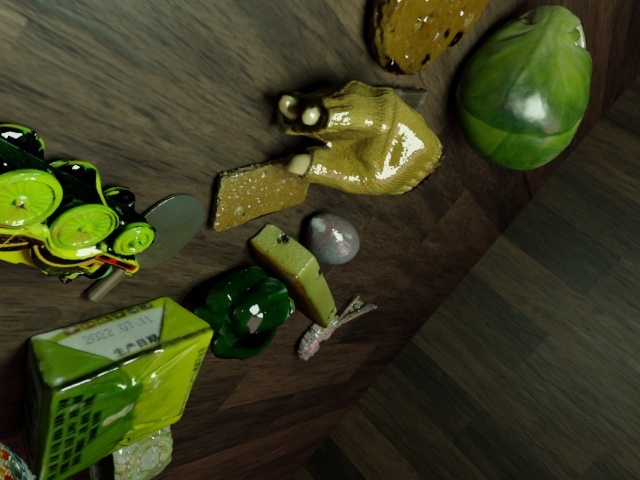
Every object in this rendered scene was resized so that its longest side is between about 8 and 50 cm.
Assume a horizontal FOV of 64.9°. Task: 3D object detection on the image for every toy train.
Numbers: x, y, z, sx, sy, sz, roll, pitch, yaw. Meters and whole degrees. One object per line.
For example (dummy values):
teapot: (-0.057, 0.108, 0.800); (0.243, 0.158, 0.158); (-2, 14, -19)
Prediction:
toy train: (-0.332, -0.023, 0.621); (0.160, 0.100, 0.296); (-40, 155, 3)

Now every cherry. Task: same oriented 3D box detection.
cherry: (-0.004, -0.002, 1.173); (0.148, 0.188, 0.115); (25, 68, -53)

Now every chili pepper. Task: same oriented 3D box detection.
chili pepper: (-0.146, 0.142, 1.053); (0.261, 0.165, 0.173); (-23, 139, -65)

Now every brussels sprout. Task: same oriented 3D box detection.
brussels sprout: (0.471, -0.347, 1.171); (0.281, 0.289, 0.354); (-19, 132, -67)

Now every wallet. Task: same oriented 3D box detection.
wallet: (0.123, -0.259, 1.033); (0.230, 0.042, 0.124); (-12, 138, -41)

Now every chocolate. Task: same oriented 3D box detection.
chocolate: (-0.377, 0.263, 0.911); (0.289, 0.137, 0.300); (-15, 141, -47)

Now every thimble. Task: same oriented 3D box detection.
thimble: (-0.424, 0.464, 1.126); (0.144, 0.137, 0.190); (-9, 120, -49)

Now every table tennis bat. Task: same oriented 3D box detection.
table tennis bat: (-0.288, 0.013, 0.829); (0.234, 0.022, 0.131); (-44, 155, -11)

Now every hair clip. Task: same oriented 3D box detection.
hair clip: (0.045, 0.275, 1.637); (0.300, 0.069, 0.173); (-36, 152, 0)

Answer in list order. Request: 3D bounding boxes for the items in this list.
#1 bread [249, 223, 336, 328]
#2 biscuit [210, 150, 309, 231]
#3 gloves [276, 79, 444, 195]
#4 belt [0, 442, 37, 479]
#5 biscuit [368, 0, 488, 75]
bread: (-0.049, 0.095, 1.165); (0.077, 0.138, 0.361); (-49, 156, -13)
biscuit: (-0.104, -0.096, 0.942); (0.231, 0.025, 0.131); (-22, 144, -41)
gloves: (0.065, -0.183, 0.891); (0.356, 0.155, 0.203); (11, 135, -44)
belt: (-0.521, 0.319, 0.639); (0.207, 0.295, 0.160); (-51, 152, -33)
biscuit: (0.197, -0.424, 0.880); (0.296, 0.075, 0.296); (-36, 157, -18)
